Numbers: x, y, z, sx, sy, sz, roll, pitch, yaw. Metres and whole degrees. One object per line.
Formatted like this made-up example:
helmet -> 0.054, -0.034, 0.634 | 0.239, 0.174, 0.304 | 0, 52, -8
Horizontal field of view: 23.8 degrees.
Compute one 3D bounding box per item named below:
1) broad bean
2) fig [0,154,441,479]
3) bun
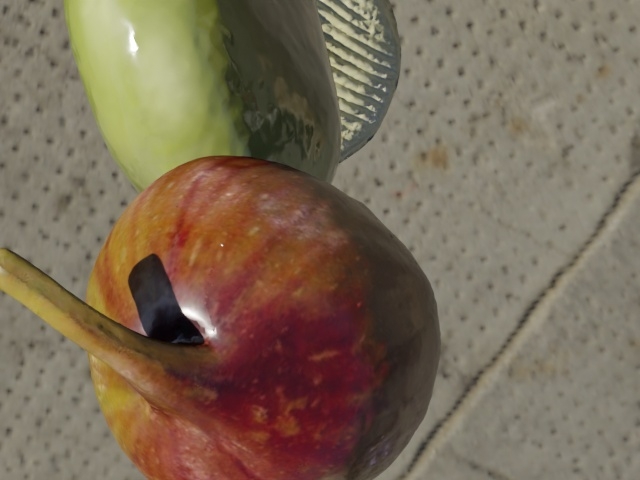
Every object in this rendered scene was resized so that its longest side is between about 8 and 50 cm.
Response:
broad bean -> -0.060, -0.122, 0.881 | 0.119, 0.291, 0.238 | -14, 127, 14
fig -> -0.041, 0.051, 0.685 | 0.175, 0.207, 0.175 | 3, 100, 16
bun -> -0.047, -0.208, 1.727 | 0.287, 0.146, 0.287 | -9, 109, -29
